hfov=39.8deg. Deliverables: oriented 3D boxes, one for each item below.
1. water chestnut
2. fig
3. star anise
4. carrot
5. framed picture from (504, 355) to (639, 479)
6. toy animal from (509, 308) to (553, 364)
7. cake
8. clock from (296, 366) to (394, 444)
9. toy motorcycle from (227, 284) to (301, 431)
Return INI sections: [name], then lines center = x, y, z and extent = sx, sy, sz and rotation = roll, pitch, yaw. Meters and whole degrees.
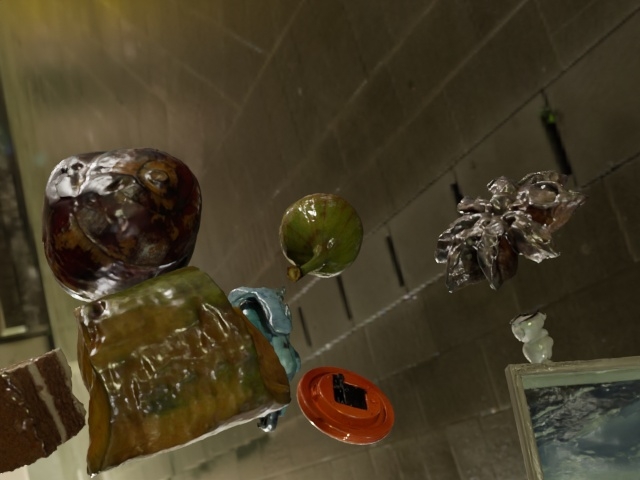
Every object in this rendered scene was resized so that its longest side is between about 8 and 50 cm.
[water chestnut]
center = -0.324, -0.021, 1.458
extent = 0.289, 0.289, 0.244
rotation = 43, 160, 53
[fig]
center = 0.000, 0.000, 1.497
extent = 0.259, 0.151, 0.151
rotation = -80, -16, -80
[star anise]
center = 0.347, -0.029, 1.681
extent = 0.117, 0.332, 0.332
rotation = 55, 163, -21
[carrot]
center = -0.193, 0.165, 1.239
extent = 0.241, 0.341, 0.241
rotation = 39, 139, 46
[framed picture]
center = 0.456, 0.292, 1.315
extent = 0.022, 0.335, 0.247
rotation = 113, 153, -62
[toy animal]
center = 0.431, 0.207, 1.769
extent = 0.071, 0.085, 0.124
rotation = -23, 94, 27
[cake]
center = -0.421, 0.237, 1.232
extent = 0.147, 0.135, 0.135
rotation = -53, -58, -78
[clock]
center = 0.051, 0.321, 1.750
extent = 0.205, 0.205, 0.051
rotation = 54, 130, 44
[toy motorcycle]
center = -0.103, 0.196, 1.591
extent = 0.260, 0.154, 0.206
rotation = -118, 38, -54
